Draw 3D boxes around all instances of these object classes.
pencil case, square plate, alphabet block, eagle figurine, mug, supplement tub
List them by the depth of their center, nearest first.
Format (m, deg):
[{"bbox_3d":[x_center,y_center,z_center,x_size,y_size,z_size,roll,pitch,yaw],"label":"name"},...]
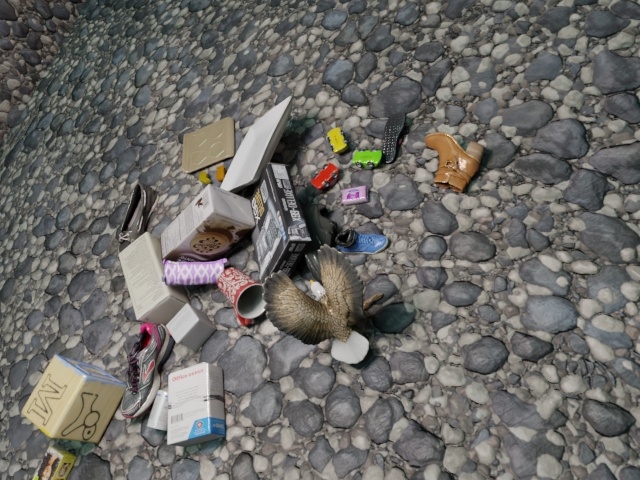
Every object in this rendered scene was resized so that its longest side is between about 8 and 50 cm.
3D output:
[{"bbox_3d":[0.015,0.167,1.229,0.225,0.298,0.227,14,72,31],"label":"eagle figurine"},{"bbox_3d":[-0.475,0.514,1.437,0.070,0.071,0.107,2,66,28],"label":"supplement tub"},{"bbox_3d":[-0.254,0.171,1.471,0.169,0.113,0.150,29,92,49],"label":"mug"},{"bbox_3d":[-0.785,0.510,1.525,0.193,0.192,0.197,15,71,34],"label":"alphabet block"},{"bbox_3d":[-0.413,0.101,1.554,0.086,0.205,0.088,-130,43,-63],"label":"pencil case"},{"bbox_3d":[-0.232,-0.310,1.678,0.347,0.049,0.344,-13,52,57],"label":"square plate"}]

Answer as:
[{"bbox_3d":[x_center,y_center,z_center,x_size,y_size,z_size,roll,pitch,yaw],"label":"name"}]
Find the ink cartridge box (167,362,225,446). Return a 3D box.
[{"bbox_3d":[-0.363,0.480,1.388,0.148,0.086,0.203,-20,57,17],"label":"ink cartridge box"}]

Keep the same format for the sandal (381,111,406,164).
[{"bbox_3d":[0.239,-0.331,1.544,0.067,0.040,0.179,11,85,37],"label":"sandal"}]

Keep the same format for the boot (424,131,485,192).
[{"bbox_3d":[0.369,-0.233,1.403,0.197,0.073,0.153,24,81,37],"label":"boot"}]

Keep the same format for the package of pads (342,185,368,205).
[{"bbox_3d":[0.112,-0.142,1.507,0.083,0.032,0.050,-8,60,23],"label":"package of pads"}]

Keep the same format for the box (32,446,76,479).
[{"bbox_3d":[-0.875,0.788,1.503,0.087,0.058,0.233,9,70,30],"label":"box"}]

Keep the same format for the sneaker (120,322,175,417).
[{"bbox_3d":[-0.577,0.410,1.518,0.120,0.112,0.300,0,66,27],"label":"sneaker"}]

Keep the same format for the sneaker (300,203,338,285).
[{"bbox_3d":[0.000,0.000,1.450,0.130,0.109,0.287,-16,64,-2],"label":"sneaker"}]

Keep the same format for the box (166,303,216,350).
[{"bbox_3d":[-0.410,0.277,1.509,0.101,0.102,0.087,-47,52,-3],"label":"box"}]

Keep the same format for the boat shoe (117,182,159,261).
[{"bbox_3d":[-0.738,-0.069,1.860,0.112,0.095,0.336,0,65,27],"label":"boat shoe"}]

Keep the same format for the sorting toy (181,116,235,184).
[{"bbox_3d":[-0.445,-0.342,1.895,0.228,0.041,0.308,-15,59,14],"label":"sorting toy"}]

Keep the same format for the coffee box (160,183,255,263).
[{"bbox_3d":[-0.377,-0.032,1.562,0.297,0.168,0.119,-38,51,29],"label":"coffee box"}]

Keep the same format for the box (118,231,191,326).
[{"bbox_3d":[-0.583,0.137,1.657,0.148,0.121,0.311,-36,54,6],"label":"box"}]

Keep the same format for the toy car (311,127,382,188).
[{"bbox_3d":[0.101,-0.263,1.564,0.224,0.053,0.239,6,68,29],"label":"toy car"}]

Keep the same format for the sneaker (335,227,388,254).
[{"bbox_3d":[0.118,0.000,1.397,0.152,0.084,0.058,-4,63,25],"label":"sneaker"}]

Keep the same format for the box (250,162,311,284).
[{"bbox_3d":[-0.140,-0.048,1.477,0.242,0.076,0.308,-56,41,44],"label":"box"}]
